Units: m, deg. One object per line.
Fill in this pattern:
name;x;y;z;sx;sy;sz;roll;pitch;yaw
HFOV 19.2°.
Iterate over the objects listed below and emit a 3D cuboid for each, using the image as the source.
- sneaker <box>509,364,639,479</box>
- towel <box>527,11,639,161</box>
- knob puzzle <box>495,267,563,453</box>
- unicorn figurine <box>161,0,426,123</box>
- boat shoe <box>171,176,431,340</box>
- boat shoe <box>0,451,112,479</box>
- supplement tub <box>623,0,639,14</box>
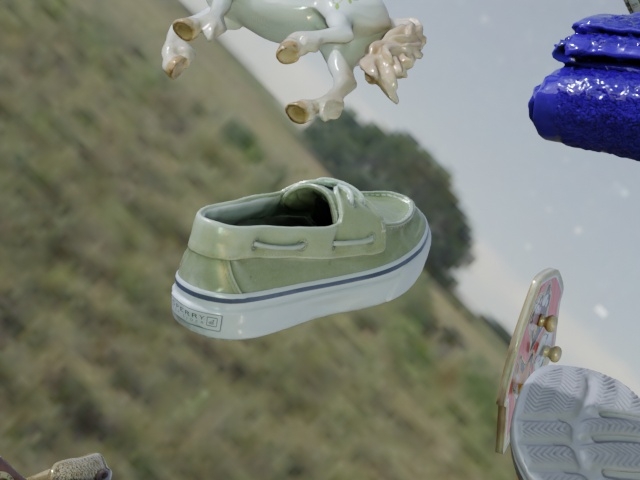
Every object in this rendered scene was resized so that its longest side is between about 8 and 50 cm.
sneaker;0.176;0.243;1.304;0.125;0.180;0.321;8;39;-11
towel;0.292;-0.073;0.979;0.308;0.076;0.228;15;20;32
knob puzzle;0.239;0.115;2.078;0.030;0.213;0.213;17;-9;18
unicorn figurine;-0.024;-0.113;0.878;0.162;0.111;0.060;33;-43;4
boat shoe;0.000;0.000;1.505;0.109;0.094;0.302;24;25;27
boat shoe;-0.141;0.155;0.937;0.342;0.123;0.123;42;-25;-10
supplement tub;0.350;-0.209;1.781;0.197;0.106;0.106;64;-1;-4
